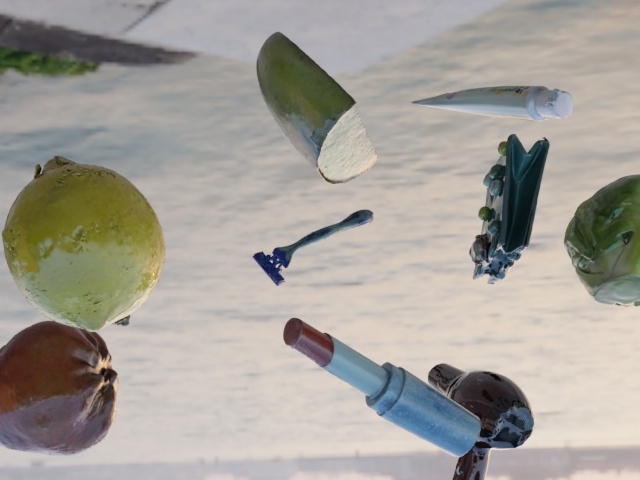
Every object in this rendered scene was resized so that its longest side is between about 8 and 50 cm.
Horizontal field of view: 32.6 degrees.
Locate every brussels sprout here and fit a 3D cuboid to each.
[{"bbox_3d":[0.488,-0.001,1.727,0.161,0.223,0.223,19,160,-29],"label":"brussels sprout"}]

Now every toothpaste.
[{"bbox_3d":[0.261,-0.211,1.670,0.058,0.056,0.314,33,170,-32],"label":"toothpaste"}]

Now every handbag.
[{"bbox_3d":[0.380,-0.069,2.288,0.100,0.274,0.268,16,163,0],"label":"handbag"}]

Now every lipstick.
[{"bbox_3d":[0.071,0.175,1.328,0.274,0.068,0.061,33,122,-17],"label":"lipstick"}]

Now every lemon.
[{"bbox_3d":[-0.263,0.002,1.216,0.173,0.206,0.173,-26,177,-1],"label":"lemon"}]

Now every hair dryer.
[{"bbox_3d":[0.237,0.384,1.883,0.123,0.340,0.312,16,178,-17],"label":"hair dryer"}]

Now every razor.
[{"bbox_3d":[0.002,-0.007,2.493,0.324,0.093,0.056,-28,157,-30],"label":"razor"}]

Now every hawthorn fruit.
[{"bbox_3d":[-0.453,0.249,1.763,0.261,0.224,0.224,-20,164,15],"label":"hawthorn fruit"}]

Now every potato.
[{"bbox_3d":[-0.034,-0.231,1.851,0.112,0.255,0.269,-39,160,-4],"label":"potato"}]
